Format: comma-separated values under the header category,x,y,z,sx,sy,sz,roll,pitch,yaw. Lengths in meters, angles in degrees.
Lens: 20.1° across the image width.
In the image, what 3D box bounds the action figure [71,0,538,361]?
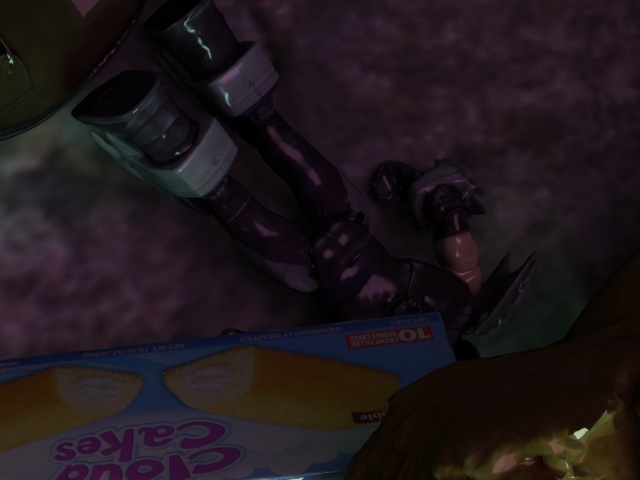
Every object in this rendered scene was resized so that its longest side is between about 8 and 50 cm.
category,x,y,z,sx,sy,sz,roll,pitch,yaw
action figure,0.000,0.000,0.965,0.285,0.099,0.185,48,65,-18

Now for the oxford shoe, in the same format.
category,x,y,z,sx,sy,sz,roll,pitch,yaw
oxford shoe,-0.174,-0.088,0.908,0.227,0.096,0.083,-37,96,-21

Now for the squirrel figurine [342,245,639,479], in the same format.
category,x,y,z,sx,sy,sz,roll,pitch,yaw
squirrel figurine,0.203,0.194,0.725,0.397,0.281,0.370,-23,107,-8

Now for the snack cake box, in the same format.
category,x,y,z,sx,sy,sz,roll,pitch,yaw
snack cake box,-0.059,0.116,0.852,0.264,0.152,0.089,-6,111,-3
